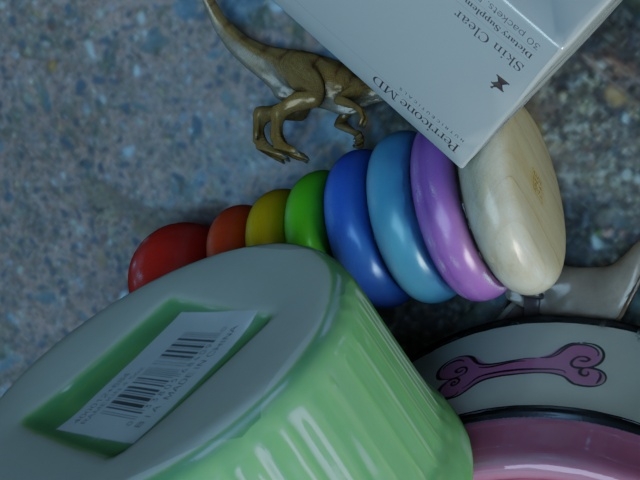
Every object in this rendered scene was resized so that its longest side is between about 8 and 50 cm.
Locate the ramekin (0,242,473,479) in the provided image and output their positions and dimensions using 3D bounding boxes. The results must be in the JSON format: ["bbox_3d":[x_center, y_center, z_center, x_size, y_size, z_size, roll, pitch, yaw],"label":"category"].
[{"bbox_3d":[-0.073,0.134,0.763,0.303,0.303,0.148,-20,114,21],"label":"ramekin"}]

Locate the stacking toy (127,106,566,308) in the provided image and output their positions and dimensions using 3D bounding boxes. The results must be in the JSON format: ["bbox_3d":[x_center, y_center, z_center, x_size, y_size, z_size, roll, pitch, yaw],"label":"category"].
[{"bbox_3d":[0.000,0.000,0.891,0.330,0.141,0.141,-14,98,25],"label":"stacking toy"}]

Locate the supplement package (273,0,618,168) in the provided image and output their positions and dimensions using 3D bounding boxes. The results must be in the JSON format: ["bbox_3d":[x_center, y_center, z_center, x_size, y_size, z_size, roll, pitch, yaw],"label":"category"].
[{"bbox_3d":[0.071,-0.218,0.751,0.262,0.204,0.145,42,152,5],"label":"supplement package"}]

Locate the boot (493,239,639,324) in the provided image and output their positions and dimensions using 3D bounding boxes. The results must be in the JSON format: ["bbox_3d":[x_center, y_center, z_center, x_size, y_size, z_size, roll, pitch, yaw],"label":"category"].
[{"bbox_3d":[0.179,0.034,0.885,0.087,0.042,0.118,26,109,13],"label":"boot"}]

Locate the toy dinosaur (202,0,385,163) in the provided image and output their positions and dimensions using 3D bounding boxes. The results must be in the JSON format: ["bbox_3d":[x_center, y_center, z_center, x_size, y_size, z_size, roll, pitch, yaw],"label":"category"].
[{"bbox_3d":[-0.020,-0.119,0.913,0.211,0.064,0.112,22,84,6],"label":"toy dinosaur"}]

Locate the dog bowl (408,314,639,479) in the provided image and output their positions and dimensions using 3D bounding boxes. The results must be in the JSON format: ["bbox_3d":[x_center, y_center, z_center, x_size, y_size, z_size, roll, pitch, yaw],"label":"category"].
[{"bbox_3d":[0.171,0.268,0.865,0.408,0.150,0.408,6,111,17],"label":"dog bowl"}]
